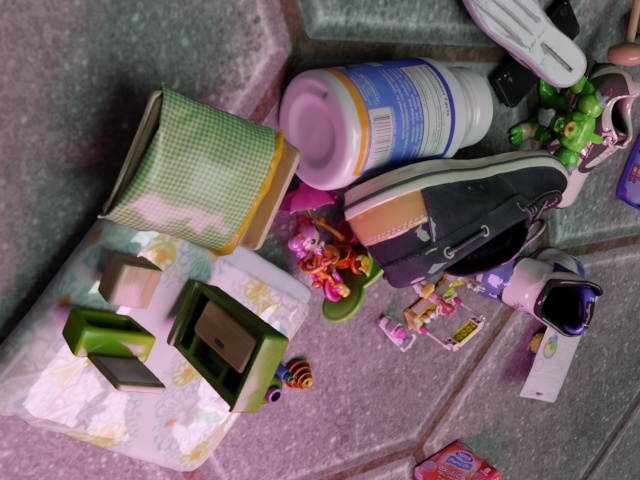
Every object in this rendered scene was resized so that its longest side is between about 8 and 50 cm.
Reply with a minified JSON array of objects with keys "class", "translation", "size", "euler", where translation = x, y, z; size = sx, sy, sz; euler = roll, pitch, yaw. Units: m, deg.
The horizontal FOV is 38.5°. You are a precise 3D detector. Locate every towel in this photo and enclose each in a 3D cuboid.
[{"class":"towel","translation":[-0.199,0.126,1.171],"size":[0.320,0.090,0.374],"euler":[-54,138,-1]}]

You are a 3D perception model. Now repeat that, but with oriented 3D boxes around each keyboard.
[{"class":"keyboard","translation":[0.330,-0.301,1.426],"size":[0.180,0.023,0.108],"euler":[-50,136,-7]}]

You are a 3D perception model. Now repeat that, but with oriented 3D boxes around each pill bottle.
[{"class":"pill bottle","translation":[0.094,-0.161,1.205],"size":[0.272,0.152,0.152],"euler":[-15,125,-37]}]

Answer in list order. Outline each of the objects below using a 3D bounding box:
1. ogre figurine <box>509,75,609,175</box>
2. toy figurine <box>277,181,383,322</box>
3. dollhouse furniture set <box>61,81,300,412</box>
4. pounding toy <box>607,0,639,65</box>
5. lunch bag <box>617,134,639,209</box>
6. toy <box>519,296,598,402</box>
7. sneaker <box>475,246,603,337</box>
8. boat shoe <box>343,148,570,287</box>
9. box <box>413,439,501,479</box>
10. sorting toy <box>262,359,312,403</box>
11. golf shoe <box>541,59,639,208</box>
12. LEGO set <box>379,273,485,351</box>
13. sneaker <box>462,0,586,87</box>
[{"class":"ogre figurine","translation":[0.389,-0.191,1.481],"size":[0.197,0.118,0.097],"euler":[-55,138,-1]},{"class":"toy figurine","translation":[0.000,0.000,1.249],"size":[0.159,0.130,0.173],"euler":[42,55,-36]},{"class":"dollhouse furniture set","translation":[-0.122,0.014,0.989],"size":[0.197,0.151,0.302],"euler":[14,104,-44]},{"class":"pounding toy","translation":[0.603,-0.367,1.511],"size":[0.269,0.154,0.155],"euler":[-47,139,-26]},{"class":"lunch bag","translation":[0.701,-0.145,1.718],"size":[0.138,0.221,0.293],"euler":[17,103,-47]},{"class":"toy","translation":[0.468,0.204,1.859],"size":[0.137,0.056,0.237],"euler":[17,98,-43]},{"class":"sneaker","translation":[0.420,0.101,1.638],"size":[0.315,0.182,0.127],"euler":[5,113,-53]},{"class":"boat shoe","translation":[0.218,-0.030,1.298],"size":[0.186,0.156,0.500],"euler":[-26,172,36]},{"class":"box","translation":[0.268,0.550,1.848],"size":[0.128,0.122,0.257],"euler":[-23,130,-31]},{"class":"sorting toy","translation":[-0.051,0.220,1.401],"size":[0.102,0.042,0.061],"euler":[-32,134,-23]},{"class":"golf shoe","translation":[0.454,-0.165,1.559],"size":[0.105,0.120,0.273],"euler":[-13,125,-38]},{"class":"LEGO set","translation":[0.231,0.076,1.517],"size":[0.287,0.107,0.132],"euler":[-53,138,-2]},{"class":"sneaker","translation":[0.275,-0.314,1.324],"size":[0.094,0.091,0.258],"euler":[-48,117,2]}]
